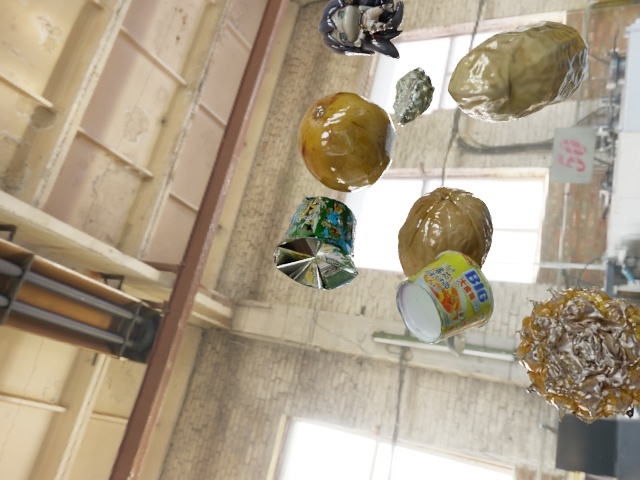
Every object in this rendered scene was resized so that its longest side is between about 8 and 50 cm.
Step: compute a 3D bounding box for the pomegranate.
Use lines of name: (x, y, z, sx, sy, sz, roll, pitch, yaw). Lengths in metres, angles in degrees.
pomegranate: (0.074, -0.246, 1.382, 0.264, 0.264, 0.265, -14, -74, -61)

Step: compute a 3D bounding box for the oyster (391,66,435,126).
oyster: (0.163, -0.272, 0.993, 0.037, 0.098, 0.100, 39, -161, -57)

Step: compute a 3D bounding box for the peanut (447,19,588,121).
peanut: (0.319, -0.270, 0.854, 0.325, 0.153, 0.140, -24, -51, -36)

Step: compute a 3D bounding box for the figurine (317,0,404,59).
figurine: (0.120, -0.598, 1.489, 0.197, 0.264, 0.175, 9, -81, -60)

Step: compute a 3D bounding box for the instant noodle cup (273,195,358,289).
instant noodle cup: (0.000, 0.000, 1.505, 0.240, 0.240, 0.178, 65, -149, -43)

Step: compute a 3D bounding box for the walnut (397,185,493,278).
walnut: (0.358, 0.004, 1.548, 0.277, 0.251, 0.313, -53, -33, -39)

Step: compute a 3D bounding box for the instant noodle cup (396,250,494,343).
instant noodle cup: (0.281, 0.139, 1.273, 0.152, 0.205, 0.205, -21, -64, -26)

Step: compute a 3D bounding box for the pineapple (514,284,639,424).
pineapple: (0.390, 0.164, 0.795, 0.076, 0.224, 0.225, 25, -108, -56)
